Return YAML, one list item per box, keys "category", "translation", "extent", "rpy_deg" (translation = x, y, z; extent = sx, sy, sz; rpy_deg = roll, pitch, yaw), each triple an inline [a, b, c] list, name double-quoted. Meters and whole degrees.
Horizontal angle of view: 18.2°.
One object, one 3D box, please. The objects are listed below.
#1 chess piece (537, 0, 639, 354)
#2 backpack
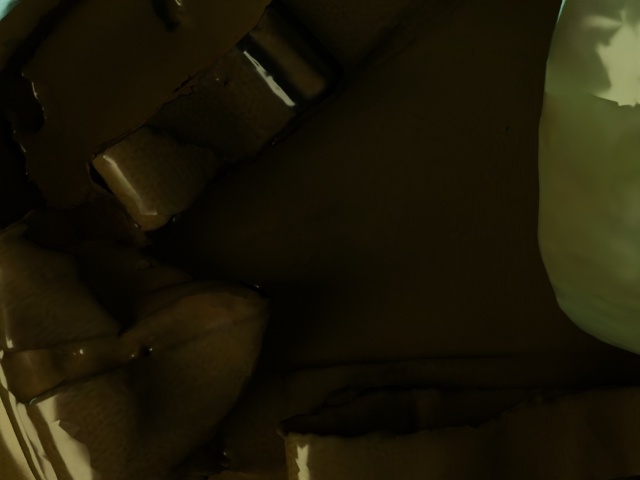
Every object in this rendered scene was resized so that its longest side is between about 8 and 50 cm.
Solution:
- category: "chess piece"
  translation: [0.300, -0.006, 0.579]
  extent: [0.442, 0.234, 0.234]
  rpy_deg: [21, 120, 32]
- category: "backpack"
  translation: [0.002, -0.004, 0.799]
  extent: [0.201, 0.378, 0.353]
  rpy_deg: [-35, 73, 52]
